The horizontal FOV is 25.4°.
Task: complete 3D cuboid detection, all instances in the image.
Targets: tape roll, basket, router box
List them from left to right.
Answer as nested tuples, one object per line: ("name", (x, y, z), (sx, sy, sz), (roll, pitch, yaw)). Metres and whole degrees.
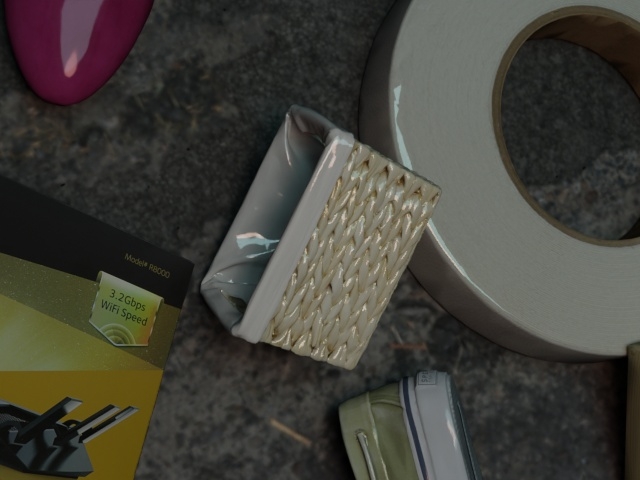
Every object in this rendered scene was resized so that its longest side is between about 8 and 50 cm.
("router box", (-0.252, 0.072, 0.886), (0.309, 0.081, 0.243), (25, 68, -31))
("basket", (0.000, 0.000, 1.051), (0.103, 0.113, 0.167), (25, 96, -23))
("tape roll", (0.221, -0.091, 1.206), (0.392, 0.072, 0.392), (4, 79, -21))

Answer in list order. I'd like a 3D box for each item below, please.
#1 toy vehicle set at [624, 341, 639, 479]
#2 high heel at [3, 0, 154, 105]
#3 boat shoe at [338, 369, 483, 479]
("toy vehicle set", (0.376, 0.141, 1.202), (0.267, 0.035, 0.166), (-12, 111, -24))
("high heel", (-0.147, -0.291, 1.036), (0.127, 0.181, 0.377), (12, 75, -20))
("boat shoe", (0.088, 0.251, 1.080), (0.094, 0.109, 0.302), (-13, 85, 13))
